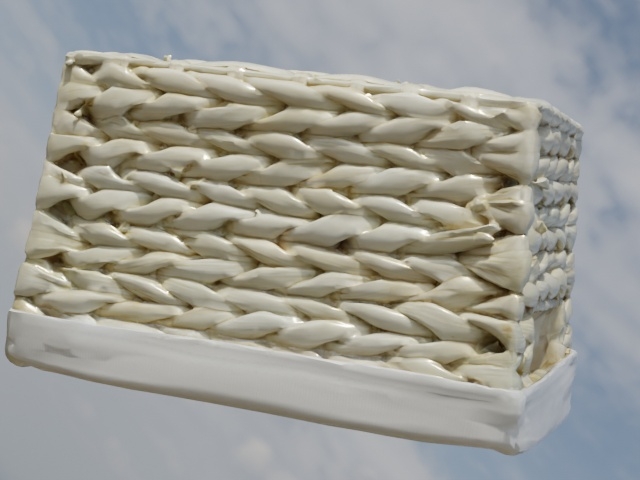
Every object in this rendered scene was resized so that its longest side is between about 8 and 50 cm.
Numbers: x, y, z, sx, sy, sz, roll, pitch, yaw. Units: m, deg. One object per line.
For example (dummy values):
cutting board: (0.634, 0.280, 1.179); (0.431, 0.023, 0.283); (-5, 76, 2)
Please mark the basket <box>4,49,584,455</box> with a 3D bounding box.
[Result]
basket: (0.000, 0.000, 0.472); (0.167, 0.103, 0.113); (9, 2, 17)
